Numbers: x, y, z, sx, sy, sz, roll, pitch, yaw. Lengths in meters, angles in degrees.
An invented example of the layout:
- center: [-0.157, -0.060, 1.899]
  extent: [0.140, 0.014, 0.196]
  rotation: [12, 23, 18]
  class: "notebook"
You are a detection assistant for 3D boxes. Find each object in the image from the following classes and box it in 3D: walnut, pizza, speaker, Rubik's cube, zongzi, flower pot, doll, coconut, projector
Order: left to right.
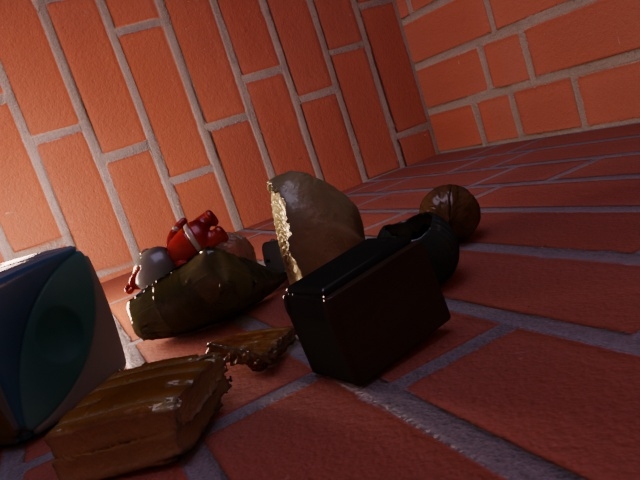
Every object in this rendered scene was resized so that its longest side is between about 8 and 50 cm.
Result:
- center: [-0.703, 0.233, 1.415]
  extent: [0.352, 0.347, 0.351]
  rotation: [-13, 11, 30]
  class: "Rubik's cube"
- center: [-0.424, 0.052, 1.805]
  extent: [0.336, 0.105, 0.199]
  rotation: [-37, 55, -2]
  class: "doll"
- center: [-0.311, 0.161, 1.751]
  extent: [0.356, 0.174, 0.393]
  rotation: [-28, -15, 18]
  class: "zongzi"
- center: [-0.337, 0.081, 1.940]
  extent: [0.245, 0.233, 0.233]
  rotation: [-12, 12, 17]
  class: "coconut"
- center: [-0.135, 0.227, 1.271]
  extent: [0.201, 0.053, 0.193]
  rotation: [-8, 8, -5]
  class: "pizza"
- center: [-0.029, 0.026, 1.916]
  extent: [0.198, 0.108, 0.250]
  rotation: [-12, 4, -41]
  class: "projector"
- center: [0.081, 0.120, 1.107]
  extent: [0.231, 0.192, 0.153]
  rotation: [-29, 15, -30]
  class: "speaker"
- center: [0.221, 0.026, 1.437]
  extent: [0.189, 0.157, 0.243]
  rotation: [-16, 9, 5]
  class: "flower pot"
- center: [0.356, -0.074, 1.726]
  extent: [0.167, 0.167, 0.207]
  rotation: [-15, 9, 17]
  class: "walnut"

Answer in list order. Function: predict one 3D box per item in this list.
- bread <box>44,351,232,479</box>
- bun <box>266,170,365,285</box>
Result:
- center: [-0.292, 0.288, 1.068]
  extent: [0.246, 0.111, 0.239]
  rotation: [-15, 11, 14]
  class: "bread"
- center: [0.003, -0.004, 1.513]
  extent: [0.202, 0.364, 0.364]
  rotation: [-16, 10, -8]
  class: "bun"
